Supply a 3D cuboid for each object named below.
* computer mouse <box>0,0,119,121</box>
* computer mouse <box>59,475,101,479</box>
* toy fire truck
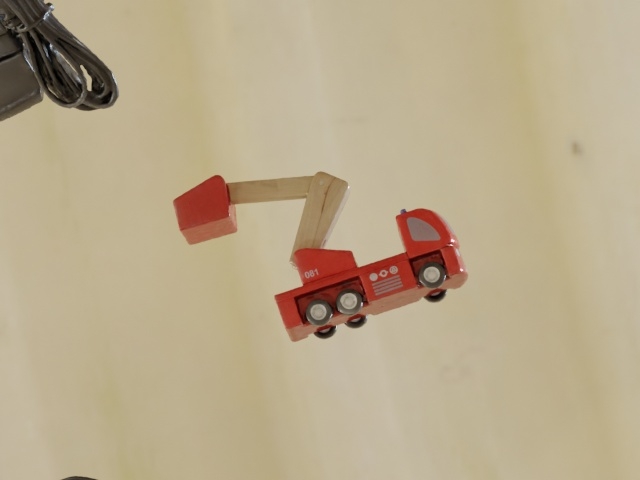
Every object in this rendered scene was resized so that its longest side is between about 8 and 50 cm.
[{"bbox_3d":[-0.289,-0.145,1.527,0.272,0.188,0.072,-10,-148,50],"label":"computer mouse"},{"bbox_3d":[-0.078,0.207,1.313,0.071,0.242,0.041,-41,-147,25],"label":"computer mouse"},{"bbox_3d":[0.000,0.000,1.472,0.192,0.135,0.047,-19,163,1],"label":"toy fire truck"}]
